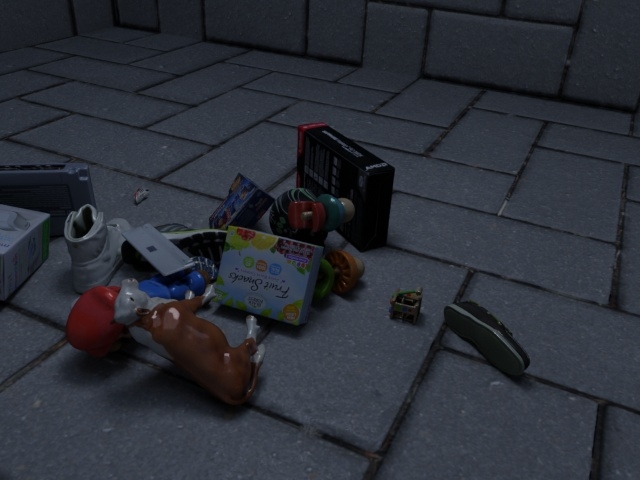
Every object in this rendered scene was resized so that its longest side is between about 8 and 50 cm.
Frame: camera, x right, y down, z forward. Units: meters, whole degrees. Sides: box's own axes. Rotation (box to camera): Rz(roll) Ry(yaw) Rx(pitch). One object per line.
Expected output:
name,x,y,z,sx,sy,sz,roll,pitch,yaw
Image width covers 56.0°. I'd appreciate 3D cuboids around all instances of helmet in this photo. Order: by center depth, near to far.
helmet,-0.050,-0.057,1.555,0.169,0.169,0.161,-15,41,-28

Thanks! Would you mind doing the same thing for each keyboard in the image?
keyboard,-0.368,0.017,1.343,0.072,0.014,0.256,-26,35,-27

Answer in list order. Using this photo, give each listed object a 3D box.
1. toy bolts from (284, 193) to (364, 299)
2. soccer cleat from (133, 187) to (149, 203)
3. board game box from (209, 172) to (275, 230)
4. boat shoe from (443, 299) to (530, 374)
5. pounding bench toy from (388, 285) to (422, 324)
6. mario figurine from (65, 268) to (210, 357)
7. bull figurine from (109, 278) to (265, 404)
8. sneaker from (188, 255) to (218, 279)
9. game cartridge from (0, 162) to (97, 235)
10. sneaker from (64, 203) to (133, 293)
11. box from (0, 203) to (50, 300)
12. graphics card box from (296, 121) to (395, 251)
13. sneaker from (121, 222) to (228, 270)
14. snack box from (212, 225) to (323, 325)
toy bolts,0.000,0.000,1.420,0.158,0.228,0.218,-11,19,-42
soccer cleat,-0.525,-0.133,1.765,0.036,0.029,0.083,-3,26,-2
board game box,-0.216,-0.093,1.612,0.060,0.194,0.194,34,16,-28
boat shoe,0.352,0.191,1.243,0.069,0.081,0.228,-17,33,-24
pounding bench toy,0.188,0.131,1.327,0.065,0.083,0.052,13,32,15
mario figurine,-0.378,0.155,1.242,0.198,0.170,0.320,-21,2,36
bull figurine,-0.236,0.173,1.119,0.310,0.101,0.188,42,38,1
sneaker,-0.309,0.066,1.424,0.135,0.058,0.052,19,54,-16
game cartridge,-0.726,-0.100,1.525,0.294,0.196,0.060,-2,31,-7
sneaker,-0.521,-0.022,1.442,0.108,0.169,0.292,0,29,-1
box,-0.787,0.012,1.353,0.262,0.126,0.231,12,23,-3
graphics card box,0.056,-0.159,1.662,0.094,0.232,0.371,-13,33,-26
sneaker,-0.328,0.001,1.484,0.300,0.111,0.121,1,27,-6
snack box,-0.114,0.074,1.305,0.207,0.174,0.070,14,2,18
